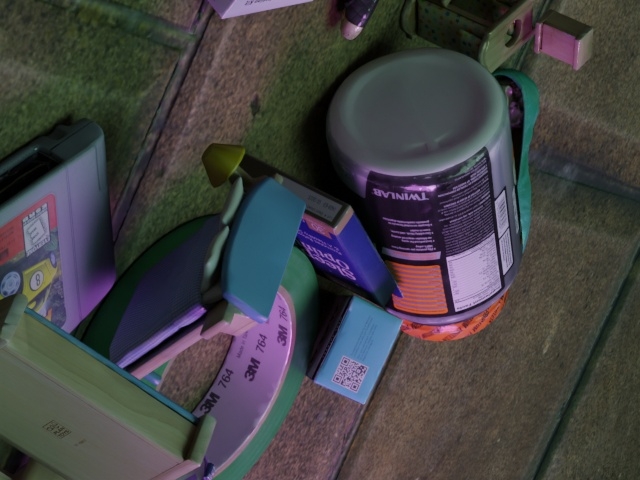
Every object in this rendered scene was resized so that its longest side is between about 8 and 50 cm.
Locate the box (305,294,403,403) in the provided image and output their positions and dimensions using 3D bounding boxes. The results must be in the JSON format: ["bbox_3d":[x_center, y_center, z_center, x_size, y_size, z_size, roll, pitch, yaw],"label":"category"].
[{"bbox_3d":[0.031,0.115,2.119,0.244,0.060,0.101,166,-51,-86],"label":"box"}]

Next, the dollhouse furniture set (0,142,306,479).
[{"bbox_3d":[-0.199,0.059,1.687,0.286,0.198,0.303,-33,-152,45],"label":"dollhouse furniture set"}]

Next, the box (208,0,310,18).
[{"bbox_3d":[-0.008,-0.284,1.775,0.145,0.038,0.186,-20,160,-52],"label":"box"}]

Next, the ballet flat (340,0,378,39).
[{"bbox_3d":[0.042,-0.284,1.947,0.049,0.057,0.173,6,114,-17],"label":"ballet flat"}]

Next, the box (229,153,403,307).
[{"bbox_3d":[0.000,0.000,2.011,0.036,0.136,0.225,-57,151,-13],"label":"box"}]

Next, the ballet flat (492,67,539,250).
[{"bbox_3d":[0.203,-0.089,2.283,0.087,0.083,0.247,29,64,-54],"label":"ballet flat"}]

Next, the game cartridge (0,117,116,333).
[{"bbox_3d":[-0.287,0.043,1.665,0.294,0.060,0.196,-39,148,-36],"label":"game cartridge"}]

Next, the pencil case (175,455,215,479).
[{"bbox_3d":[-0.135,0.279,1.932,0.206,0.086,0.088,83,11,-48],"label":"pencil case"}]

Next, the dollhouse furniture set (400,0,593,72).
[{"bbox_3d":[0.185,-0.262,2.043,0.101,0.182,0.161,-42,146,-33],"label":"dollhouse furniture set"}]

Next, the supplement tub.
[{"bbox_3d":[0.119,-0.041,2.115,0.193,0.193,0.316,-48,149,-25],"label":"supplement tub"}]

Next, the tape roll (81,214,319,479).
[{"bbox_3d":[-0.128,0.134,1.980,0.321,0.077,0.321,-40,145,-35],"label":"tape roll"}]
